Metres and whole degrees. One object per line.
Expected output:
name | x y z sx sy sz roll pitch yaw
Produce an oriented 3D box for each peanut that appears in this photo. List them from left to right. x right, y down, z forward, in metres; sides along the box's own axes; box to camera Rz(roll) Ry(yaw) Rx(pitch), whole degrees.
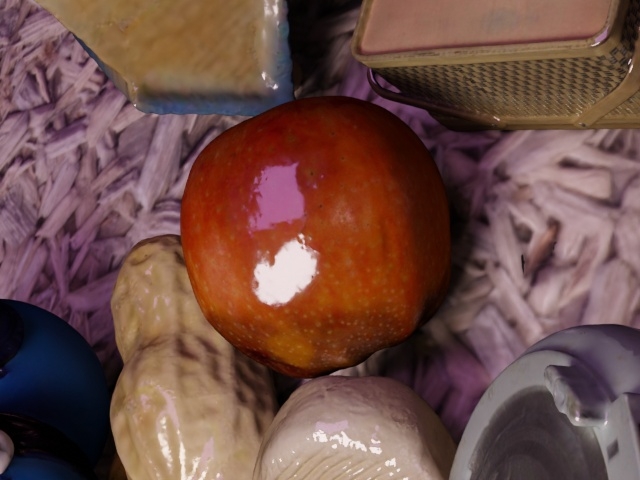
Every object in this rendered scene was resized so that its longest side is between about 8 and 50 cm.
peanut | -0.114 0.124 1.017 0.152 0.152 0.313 -31 51 27

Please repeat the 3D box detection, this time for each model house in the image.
model house | -0.117 -0.338 1.119 0.382 0.343 0.334 -47 38 3

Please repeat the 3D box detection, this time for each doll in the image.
doll | -0.310 0.190 1.078 0.310 0.240 0.284 -129 31 -53

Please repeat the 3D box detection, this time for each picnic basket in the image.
picnic basket | 0.167 -0.185 0.907 0.267 0.139 0.165 4 74 42

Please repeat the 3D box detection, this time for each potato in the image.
potato | -0.182 0.230 1.095 0.047 0.045 0.092 14 74 5

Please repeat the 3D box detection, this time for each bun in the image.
bun | 0.031 0.177 0.880 0.173 0.166 0.113 -15 19 29

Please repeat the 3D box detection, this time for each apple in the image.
apple | 0.000 0.000 0.928 0.230 0.230 0.230 -18 60 35

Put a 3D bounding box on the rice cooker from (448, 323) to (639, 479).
rice cooker | 0.221 0.179 0.597 0.317 0.317 0.264 -30 42 29
